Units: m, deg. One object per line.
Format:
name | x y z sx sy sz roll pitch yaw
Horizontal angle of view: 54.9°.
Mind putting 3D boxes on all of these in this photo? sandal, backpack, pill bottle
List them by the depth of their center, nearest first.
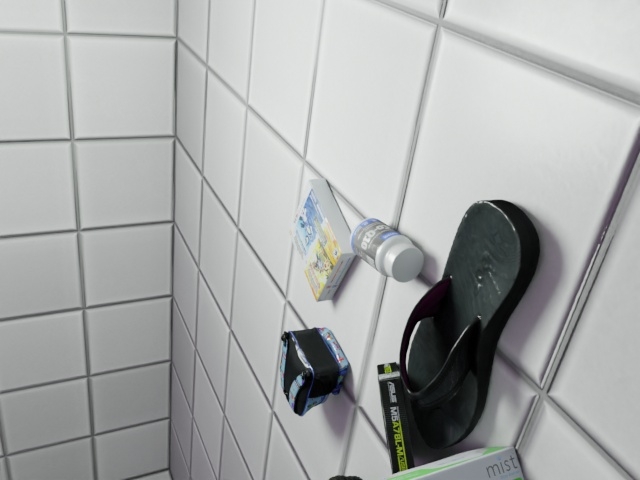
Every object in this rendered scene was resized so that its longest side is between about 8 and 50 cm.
sandal | 0.186 0.139 0.929 0.167 0.107 0.446 51 140 48
pill bottle | 0.116 0.017 1.079 0.137 0.078 0.078 38 130 55
backpack | -0.024 0.303 1.395 0.158 0.116 0.173 54 141 45

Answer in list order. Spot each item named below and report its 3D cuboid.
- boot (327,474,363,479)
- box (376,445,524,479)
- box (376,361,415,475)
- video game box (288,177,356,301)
boot | 0.068 0.566 1.164 0.348 0.131 0.260 83 165 -56
box | 0.172 0.435 0.856 0.127 0.261 0.231 -42 58 59
box | 0.131 0.315 1.068 0.190 0.045 0.184 44 -145 -83
video game box | 0.000 0.000 1.354 0.187 0.048 0.205 112 143 -49
